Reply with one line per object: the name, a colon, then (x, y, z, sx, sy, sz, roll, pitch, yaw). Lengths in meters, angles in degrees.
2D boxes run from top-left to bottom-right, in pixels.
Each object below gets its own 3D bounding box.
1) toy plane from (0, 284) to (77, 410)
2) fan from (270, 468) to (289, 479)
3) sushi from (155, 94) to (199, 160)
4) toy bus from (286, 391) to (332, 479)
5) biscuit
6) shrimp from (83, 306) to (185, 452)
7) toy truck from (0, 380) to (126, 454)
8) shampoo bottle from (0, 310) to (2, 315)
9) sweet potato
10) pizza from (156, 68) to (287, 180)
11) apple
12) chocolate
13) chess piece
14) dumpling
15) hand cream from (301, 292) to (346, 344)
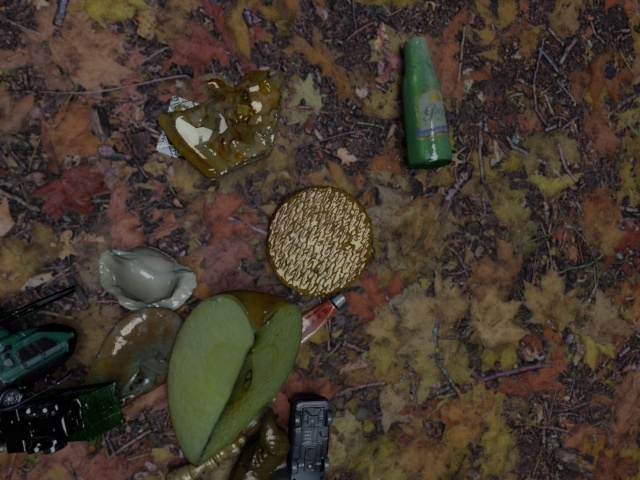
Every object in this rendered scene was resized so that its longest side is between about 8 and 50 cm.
toy plane: (-0.567, 0.214, 0.743, 0.382, 0.106, 0.155, -29, 103, -41)
fan: (-0.018, 0.609, 0.915, 0.294, 0.012, 0.223, 15, 55, 17)
sushi: (-0.265, -0.226, 0.927, 0.120, 0.026, 0.126, 16, 87, -16)
toy bus: (-0.030, 0.422, 0.969, 0.087, 0.098, 0.178, 4, 93, -14)
biscuit: (0.000, 0.000, 0.998, 0.254, 0.035, 0.254, -1, 93, -15)
shrimp: (-0.370, 0.273, 0.882, 0.168, 0.077, 0.317, 24, 96, -34)
toy truck: (-0.492, 0.316, 0.788, 0.259, 0.121, 0.088, -13, 87, 20)
shampoo bottle: (-0.640, 0.123, 0.807, 0.085, 0.085, 0.244, -42, 104, -11)
sweet potato: (-0.136, 0.498, 0.927, 0.098, 0.124, 0.310, 18, 81, -34)
pizza: (-0.165, -0.251, 0.919, 0.297, 0.071, 0.189, -37, 102, -26)
apple: (-0.170, 0.252, 0.883, 0.254, 0.179, 0.346, 20, 100, -13)
chocolate: (0.235, -0.312, 1.026, 0.110, 0.110, 0.291, -8, 91, -15)
chess piece: (-0.233, 0.461, 0.936, 0.172, 0.060, 0.060, -30, 98, -15)
dumpling: (-0.344, 0.079, 0.878, 0.188, 0.108, 0.127, 22, 111, -28)
hand cream: (-0.032, 0.190, 0.998, 0.216, 0.038, 0.052, -39, 73, -8)
